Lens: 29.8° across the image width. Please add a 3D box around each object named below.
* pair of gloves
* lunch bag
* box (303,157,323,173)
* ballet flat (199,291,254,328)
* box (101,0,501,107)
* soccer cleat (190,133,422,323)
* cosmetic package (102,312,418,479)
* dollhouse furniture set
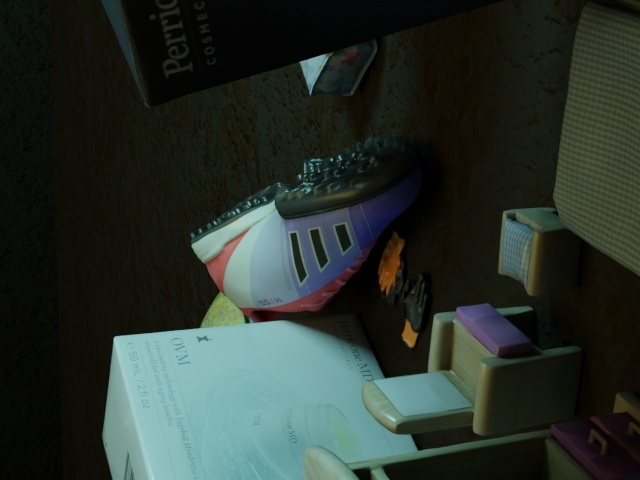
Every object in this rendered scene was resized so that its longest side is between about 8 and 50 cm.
[{"bbox_3d":[0.066,0.037,0.963,0.083,0.010,0.074,-117,29,-44],"label":"pair of gloves"},{"bbox_3d":[0.012,-0.172,0.998,0.083,0.053,0.071,-55,45,49],"label":"lunch bag"},{"bbox_3d":[0.003,-0.029,1.110,0.067,0.018,0.083,-144,51,-65],"label":"box"},{"bbox_3d":[-0.108,0.210,1.348,0.123,0.123,0.348,119,142,-58],"label":"ballet flat"},{"bbox_3d":[0.014,-0.252,0.511,0.183,0.294,0.296,-116,12,-46],"label":"box"},{"bbox_3d":[0.000,0.000,1.013,0.318,0.108,0.116,-21,101,57],"label":"soccer cleat"},{"bbox_3d":[-0.048,0.191,1.005,0.224,0.224,0.138,-115,30,-43],"label":"cosmetic package"},{"bbox_3d":[0.095,0.004,0.589,0.286,0.198,0.303,-134,43,-60],"label":"dollhouse furniture set"}]
